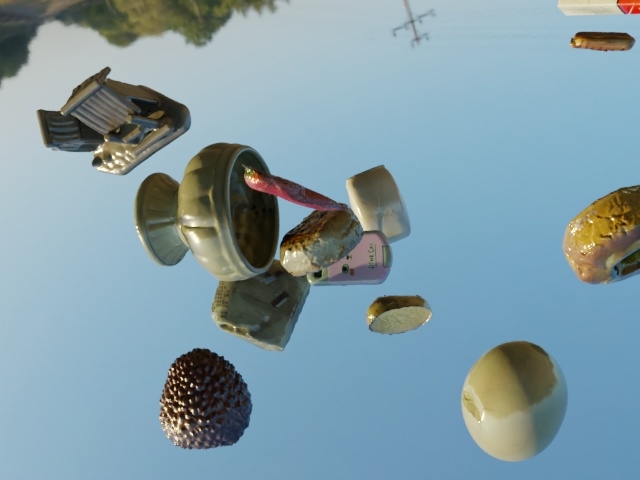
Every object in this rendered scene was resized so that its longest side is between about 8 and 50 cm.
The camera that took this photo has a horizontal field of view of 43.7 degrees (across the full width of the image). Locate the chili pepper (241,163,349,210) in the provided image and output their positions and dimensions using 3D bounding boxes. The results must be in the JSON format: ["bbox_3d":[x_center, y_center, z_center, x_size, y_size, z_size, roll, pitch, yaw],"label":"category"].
[{"bbox_3d":[-0.035,-0.063,1.057,0.178,0.027,0.045,18,-177,-35],"label":"chili pepper"}]

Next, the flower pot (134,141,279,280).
[{"bbox_3d":[-0.247,-0.057,1.750,0.244,0.308,0.307,-4,-156,20],"label":"flower pot"}]

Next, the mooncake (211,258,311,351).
[{"bbox_3d":[-0.174,0.166,2.241,0.250,0.255,0.136,21,178,-6],"label":"mooncake"}]

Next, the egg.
[{"bbox_3d":[0.410,0.340,1.695,0.219,0.269,0.219,13,-165,-4],"label":"egg"}]

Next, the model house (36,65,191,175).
[{"bbox_3d":[-0.359,-0.200,1.328,0.229,0.122,0.188,-25,162,27],"label":"model house"}]

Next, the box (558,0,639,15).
[{"bbox_3d":[0.473,-0.421,1.293,0.152,0.100,0.048,13,180,39],"label":"box"}]

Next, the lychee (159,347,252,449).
[{"bbox_3d":[-0.301,0.404,2.057,0.271,0.272,0.271,-16,-159,6],"label":"lychee"}]

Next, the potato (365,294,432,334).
[{"bbox_3d":[0.219,0.200,2.280,0.200,0.164,0.081,4,-128,-27],"label":"potato"}]

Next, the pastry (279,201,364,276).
[{"bbox_3d":[0.000,0.000,1.663,0.182,0.093,0.192,-30,-164,7],"label":"pastry"}]

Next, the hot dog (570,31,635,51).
[{"bbox_3d":[0.514,-0.359,1.450,0.122,0.037,0.049,0,-152,-1],"label":"hot dog"}]

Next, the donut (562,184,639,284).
[{"bbox_3d":[0.733,-0.004,1.915,0.329,0.330,0.160,-12,-115,-6],"label":"donut"}]

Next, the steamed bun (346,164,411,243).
[{"bbox_3d":[0.164,-0.076,2.212,0.146,0.242,0.164,-21,-121,0],"label":"steamed bun"}]

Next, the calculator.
[{"bbox_3d":[0.064,0.047,2.041,0.245,0.141,0.045,-2,174,17],"label":"calculator"}]
